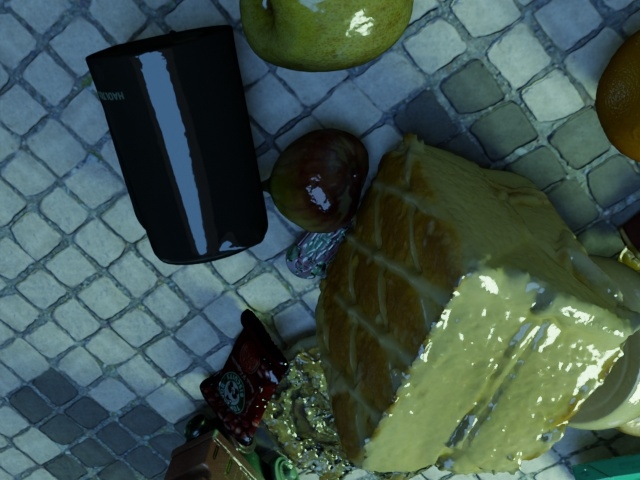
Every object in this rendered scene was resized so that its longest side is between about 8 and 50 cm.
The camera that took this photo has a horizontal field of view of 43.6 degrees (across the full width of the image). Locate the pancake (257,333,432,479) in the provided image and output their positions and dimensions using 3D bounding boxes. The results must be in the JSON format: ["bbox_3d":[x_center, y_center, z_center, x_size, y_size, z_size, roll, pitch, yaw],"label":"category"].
[{"bbox_3d":[0.063,0.317,1.479,0.382,0.071,0.382,4,121,6],"label":"pancake"}]

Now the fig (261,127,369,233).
[{"bbox_3d":[-0.023,-0.077,1.230,0.143,0.160,0.231,27,149,-25],"label":"fig"}]

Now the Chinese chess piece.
[{"bbox_3d":[0.405,0.155,1.227,0.102,0.273,0.273,0,132,-41],"label":"Chinese chess piece"}]

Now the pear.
[{"bbox_3d":[0.014,-0.314,1.033,0.211,0.228,0.188,-14,102,-24],"label":"pear"}]

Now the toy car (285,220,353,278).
[{"bbox_3d":[0.000,0.000,1.310,0.069,0.055,0.142,33,111,-23],"label":"toy car"}]

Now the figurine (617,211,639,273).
[{"bbox_3d":[0.521,0.000,1.206,0.082,0.098,0.154,35,117,-17],"label":"figurine"}]

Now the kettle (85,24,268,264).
[{"bbox_3d":[-0.220,-0.133,1.154,0.262,0.203,0.308,-5,112,18],"label":"kettle"}]

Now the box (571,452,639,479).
[{"bbox_3d":[0.575,0.412,1.432,0.226,0.042,0.161,-16,150,16],"label":"box"}]

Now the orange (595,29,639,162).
[{"bbox_3d":[0.465,-0.193,1.048,0.206,0.206,0.206,4,121,6],"label":"orange"}]

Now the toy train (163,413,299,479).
[{"bbox_3d":[-0.159,0.475,1.520,0.150,0.221,0.304,-31,112,22],"label":"toy train"}]

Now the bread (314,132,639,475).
[{"bbox_3d":[0.182,0.094,1.140,0.279,0.390,0.371,16,117,-21],"label":"bread"}]

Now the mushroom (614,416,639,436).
[{"bbox_3d":[0.561,0.224,1.300,0.278,0.146,0.278,9,127,12],"label":"mushroom"}]

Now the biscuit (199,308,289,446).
[{"bbox_3d":[-0.133,0.243,1.435,0.063,0.151,0.235,1,130,-41],"label":"biscuit"}]
